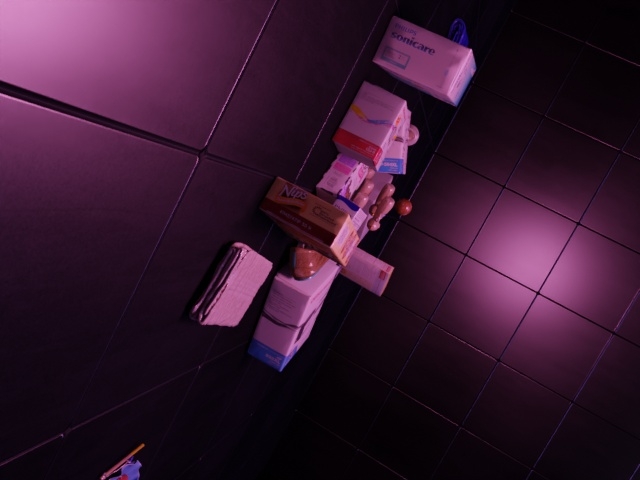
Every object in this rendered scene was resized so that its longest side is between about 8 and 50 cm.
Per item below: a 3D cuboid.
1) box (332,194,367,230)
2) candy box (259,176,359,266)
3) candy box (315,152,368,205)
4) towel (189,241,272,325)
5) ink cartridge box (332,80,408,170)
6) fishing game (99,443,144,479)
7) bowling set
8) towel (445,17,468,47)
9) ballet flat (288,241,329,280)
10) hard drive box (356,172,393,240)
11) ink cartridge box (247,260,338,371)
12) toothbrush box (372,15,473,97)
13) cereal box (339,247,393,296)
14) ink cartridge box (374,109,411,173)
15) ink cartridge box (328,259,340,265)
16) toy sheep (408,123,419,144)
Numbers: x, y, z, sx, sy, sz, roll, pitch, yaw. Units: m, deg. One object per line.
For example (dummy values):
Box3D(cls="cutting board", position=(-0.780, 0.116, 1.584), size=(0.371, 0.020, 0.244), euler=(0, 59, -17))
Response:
Box3D(cls="box", position=(0.054, -0.042, 1.550), size=(0.137, 0.072, 0.126), euler=(-55, 166, 1))
Box3D(cls="candy box", position=(-0.014, -0.035, 1.334), size=(0.087, 0.183, 0.316), euler=(-59, 168, -5))
Box3D(cls="candy box", position=(0.066, -0.175, 1.617), size=(0.196, 0.070, 0.165), euler=(-56, 167, -19))
Box3D(cls="towel", position=(-0.191, 0.104, 1.252), size=(0.187, 0.049, 0.282), euler=(-58, 169, -6))
Box3D(cls="ink cartridge box", position=(0.133, -0.297, 1.477), size=(0.176, 0.127, 0.128), euler=(-62, 168, 0))
Box3D(cls="fishing game", position=(-0.459, 0.578, 1.252), size=(0.264, 0.041, 0.189), euler=(-64, 165, 15))
Box3D(cls="bowling set", position=(0.172, -0.098, 1.796), size=(0.154, 0.200, 0.287), euler=(-56, -175, 31))
Box3D(cls="towel", position=(0.522, -0.727, 2.235), size=(0.227, 0.076, 0.308), euler=(-63, 168, 14))
Box3D(cls="ballet flat", position=(0.000, 0.000, 1.692), size=(0.342, 0.116, 0.124), euler=(-37, 122, -54))
Box3D(cls="hard drive box", position=(0.170, -0.130, 2.115), size=(0.181, 0.089, 0.232), euler=(-51, 165, -42))
Box3D(cls="ink cartridge box", position=(-0.084, 0.211, 1.745), size=(0.223, 0.129, 0.307), euler=(-42, 158, -57))
Box3D(cls="toothbrush box", position=(0.286, -0.469, 1.507), size=(0.126, 0.216, 0.295), euler=(-64, 169, 14))
Box3D(cls="cereal box", position=(0.168, 0.113, 2.302), size=(0.047, 0.240, 0.173), euler=(-52, 166, -36))
Box3D(cls="ink cartridge box", position=(0.227, -0.313, 1.771), size=(0.148, 0.086, 0.203), euler=(-23, 118, -73))
Box3D(cls="ink cartridge box", position=(-0.008, 0.167, 2.135), size=(0.332, 0.065, 0.165), euler=(-55, 168, -22))
Box3D(cls="toy sheep", position=(0.341, -0.411, 2.203), size=(0.132, 0.091, 0.091), euler=(-69, -178, -67))
